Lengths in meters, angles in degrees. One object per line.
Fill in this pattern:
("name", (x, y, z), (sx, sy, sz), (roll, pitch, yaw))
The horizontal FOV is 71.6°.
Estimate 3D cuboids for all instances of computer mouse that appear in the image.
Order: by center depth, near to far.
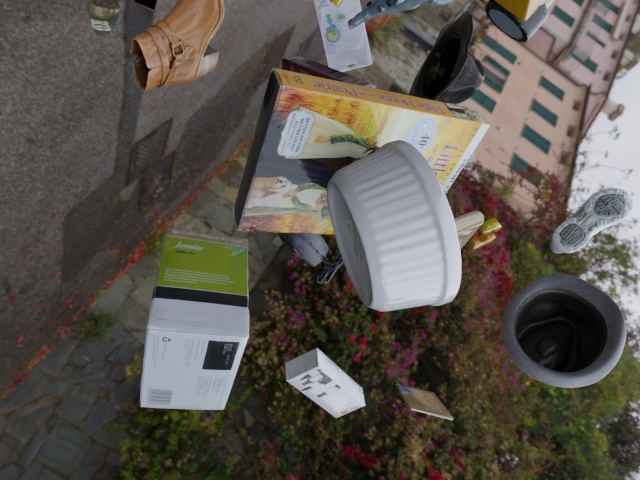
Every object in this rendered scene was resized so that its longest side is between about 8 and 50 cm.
("computer mouse", (0.000, 0.000, 1.411), (0.184, 0.262, 0.060), (-45, -158, -14))

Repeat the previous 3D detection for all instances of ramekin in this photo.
("ramekin", (0.102, -0.013, 0.713), (0.127, 0.273, 0.273), (-17, 177, -7))

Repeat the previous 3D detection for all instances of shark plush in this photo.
("shark plush", (0.105, -0.335, 0.593), (0.161, 0.073, 0.067), (-1, -142, 27))

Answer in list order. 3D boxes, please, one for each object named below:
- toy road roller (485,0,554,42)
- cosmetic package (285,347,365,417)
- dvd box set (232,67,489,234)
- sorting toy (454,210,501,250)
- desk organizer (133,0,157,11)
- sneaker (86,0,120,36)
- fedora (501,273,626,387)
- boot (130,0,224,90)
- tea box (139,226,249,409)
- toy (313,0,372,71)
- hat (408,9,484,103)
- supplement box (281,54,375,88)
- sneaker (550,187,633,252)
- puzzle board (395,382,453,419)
("toy road roller", (0.283, -0.465, 0.635), (0.203, 0.240, 0.329), (-50, 171, 17))
("cosmetic package", (0.017, 0.377, 1.153), (0.098, 0.239, 0.061), (-28, -142, 17))
("dvd box set", (0.071, -0.133, 0.839), (0.308, 0.419, 0.062), (-63, -144, 40))
("sorting toy", (0.286, 0.023, 0.996), (0.306, 0.041, 0.229), (-21, 153, -12))
("desk organizer", (-0.396, -0.532, 0.911), (0.047, 0.130, 0.050), (-28, -128, 56))
("sneaker", (-0.512, -0.524, 1.051), (0.192, 0.064, 0.086), (-113, -140, -53))
("fedora", (0.551, 0.226, 1.041), (0.275, 0.243, 0.124), (-47, 150, -22))
("boot", (-0.339, -0.491, 1.013), (0.220, 0.109, 0.284), (-38, 158, -38))
("tea box", (-0.319, 0.202, 1.137), (0.324, 0.219, 0.329), (-100, -155, -48))
("toy", (0.066, -0.641, 1.354), (0.136, 0.238, 0.056), (-14, -166, -2))
("hat", (0.376, -0.464, 1.253), (0.331, 0.133, 0.332), (-158, -90, -78))
("supplement box", (0.008, -0.362, 1.114), (0.073, 0.239, 0.130), (-37, 149, -46))
("sneaker", (0.675, -0.048, 1.130), (0.232, 0.090, 0.115), (-34, 165, 1))
("puzzle board", (0.227, 0.359, 0.988), (0.128, 0.096, 0.011), (-136, -118, -83))
